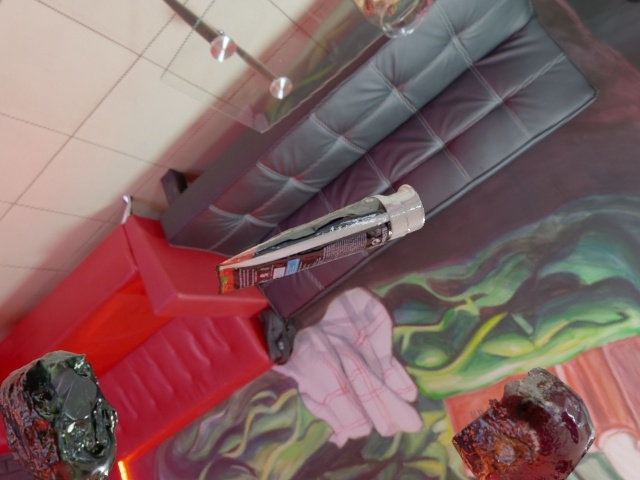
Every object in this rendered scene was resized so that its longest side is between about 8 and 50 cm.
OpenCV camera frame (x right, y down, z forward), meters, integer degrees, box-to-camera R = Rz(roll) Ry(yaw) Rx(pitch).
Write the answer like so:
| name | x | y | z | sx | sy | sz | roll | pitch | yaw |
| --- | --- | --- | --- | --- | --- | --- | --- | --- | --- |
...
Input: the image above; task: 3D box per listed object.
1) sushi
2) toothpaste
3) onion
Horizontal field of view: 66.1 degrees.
| name | x | y | z | sx | sy | sz | roll | pitch | yaw |
| --- | --- | --- | --- | --- | --- | --- | --- | --- | --- |
| sushi | -0.411 | 0.291 | 0.784 | 0.127 | 0.225 | 0.124 | -22 | 177 | 29 |
| toothpaste | 0.000 | 0.000 | 0.431 | 0.193 | 0.045 | 0.071 | -21 | 161 | -16 |
| onion | 0.312 | 0.275 | 0.724 | 0.218 | 0.140 | 0.195 | -3 | 127 | -50 |
